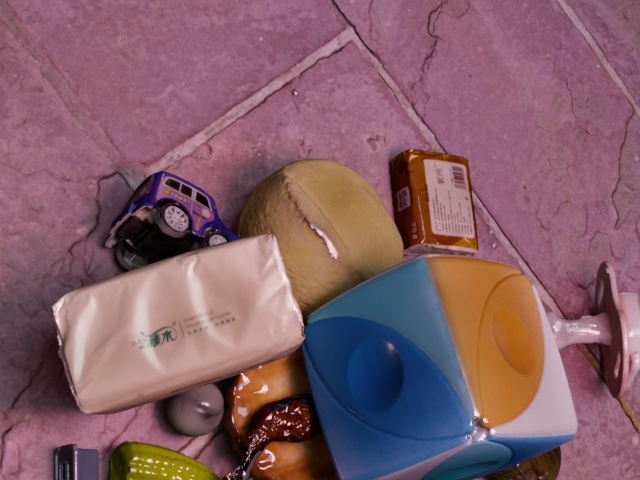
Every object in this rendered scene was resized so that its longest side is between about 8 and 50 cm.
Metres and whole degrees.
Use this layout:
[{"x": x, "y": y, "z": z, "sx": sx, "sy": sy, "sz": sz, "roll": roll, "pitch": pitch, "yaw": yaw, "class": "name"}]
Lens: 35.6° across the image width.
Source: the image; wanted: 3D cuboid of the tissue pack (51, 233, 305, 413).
[{"x": -0.223, "y": 0.141, "z": 1.651, "sx": 0.380, "sy": 0.297, "sz": 0.207, "roll": -18, "pitch": 83, "yaw": -6, "class": "tissue pack"}]

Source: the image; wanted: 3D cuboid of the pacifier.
[{"x": 0.634, "y": 0.201, "z": 2.255, "sx": 0.273, "sy": 0.220, "sz": 0.332, "roll": 25, "pitch": 40, "yaw": -20, "class": "pacifier"}]

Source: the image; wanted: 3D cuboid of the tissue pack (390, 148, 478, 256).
[{"x": 0.253, "y": -0.079, "z": 2.197, "sx": 0.183, "sy": 0.092, "sz": 0.226, "roll": 5, "pitch": 73, "yaw": -29, "class": "tissue pack"}]

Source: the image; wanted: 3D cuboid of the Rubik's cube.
[{"x": 0.211, "y": 0.247, "z": 1.799, "sx": 0.347, "sy": 0.351, "sz": 0.352, "roll": 10, "pitch": 54, "yaw": -46, "class": "Rubik's cube"}]

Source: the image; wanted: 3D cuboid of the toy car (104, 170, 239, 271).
[{"x": -0.259, "y": -0.019, "z": 1.842, "sx": 0.235, "sy": 0.172, "sz": 0.158, "roll": 30, "pitch": 47, "yaw": -24, "class": "toy car"}]

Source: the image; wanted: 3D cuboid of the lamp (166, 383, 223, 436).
[{"x": -0.224, "y": 0.300, "z": 1.788, "sx": 0.105, "sy": 0.105, "sz": 0.105, "roll": 10, "pitch": 70, "yaw": -28, "class": "lamp"}]

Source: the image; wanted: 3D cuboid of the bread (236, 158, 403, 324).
[{"x": -0.008, "y": 0.004, "z": 1.942, "sx": 0.320, "sy": 0.237, "sz": 0.321, "roll": 23, "pitch": 53, "yaw": -34, "class": "bread"}]

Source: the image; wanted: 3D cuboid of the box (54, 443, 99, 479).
[{"x": -0.408, "y": 0.393, "z": 1.674, "sx": 0.054, "sy": 0.074, "sz": 0.099, "roll": 11, "pitch": 69, "yaw": -42, "class": "box"}]

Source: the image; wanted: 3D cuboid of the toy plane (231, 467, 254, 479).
[{"x": -0.161, "y": 0.452, "z": 1.810, "sx": 0.083, "sy": 0.033, "sz": 0.080, "roll": -4, "pitch": 115, "yaw": -9, "class": "toy plane"}]

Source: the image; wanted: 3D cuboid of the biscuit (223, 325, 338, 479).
[{"x": -0.043, "y": 0.326, "z": 1.887, "sx": 0.325, "sy": 0.107, "sz": 0.326, "roll": 11, "pitch": 69, "yaw": -31, "class": "biscuit"}]

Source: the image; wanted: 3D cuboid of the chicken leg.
[{"x": -0.081, "y": 0.344, "z": 1.774, "sx": 0.253, "sy": 0.051, "sz": 0.106, "roll": -31, "pitch": 95, "yaw": -32, "class": "chicken leg"}]

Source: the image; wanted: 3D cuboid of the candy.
[{"x": -0.264, "y": 0.411, "z": 1.740, "sx": 0.209, "sy": 0.096, "sz": 0.097, "roll": 21, "pitch": 65, "yaw": -29, "class": "candy"}]

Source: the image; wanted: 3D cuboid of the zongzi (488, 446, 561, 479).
[{"x": 0.431, "y": 0.356, "z": 2.005, "sx": 0.323, "sy": 0.360, "sz": 0.160, "roll": 36, "pitch": 43, "yaw": -18, "class": "zongzi"}]
